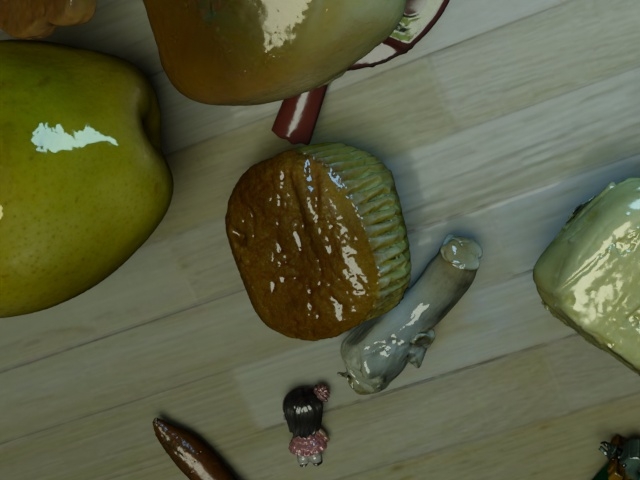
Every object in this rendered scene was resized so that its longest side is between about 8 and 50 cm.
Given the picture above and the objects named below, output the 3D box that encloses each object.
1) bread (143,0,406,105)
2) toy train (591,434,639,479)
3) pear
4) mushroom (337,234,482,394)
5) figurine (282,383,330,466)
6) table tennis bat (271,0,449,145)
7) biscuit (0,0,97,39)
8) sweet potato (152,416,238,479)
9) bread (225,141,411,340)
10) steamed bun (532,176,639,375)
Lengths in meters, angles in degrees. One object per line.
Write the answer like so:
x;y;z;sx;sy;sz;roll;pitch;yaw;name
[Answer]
-0.080;-0.350;1.438;0.348;0.253;0.376;-5;106;30;bread
0.473;0.362;1.751;0.227;0.091;0.136;35;122;-6;toy train
-0.394;-0.074;1.577;0.418;0.362;0.362;-18;107;1;pear
0.123;0.103;1.707;0.278;0.099;0.096;-49;141;17;mushroom
-0.016;0.272;1.812;0.072;0.054;0.129;-4;111;6;figurine
0.027;-0.319;1.592;0.268;0.051;0.415;22;110;4;table tennis bat
-0.351;-0.432;1.494;0.385;0.062;0.365;34;121;40;biscuit
-0.157;0.360;1.865;0.057;0.057;0.264;-41;98;20;sweet potato
0.000;0.000;1.631;0.227;0.142;0.253;-13;96;35;bread
0.424;0.049;1.604;0.273;0.166;0.232;34;99;-10;steamed bun
